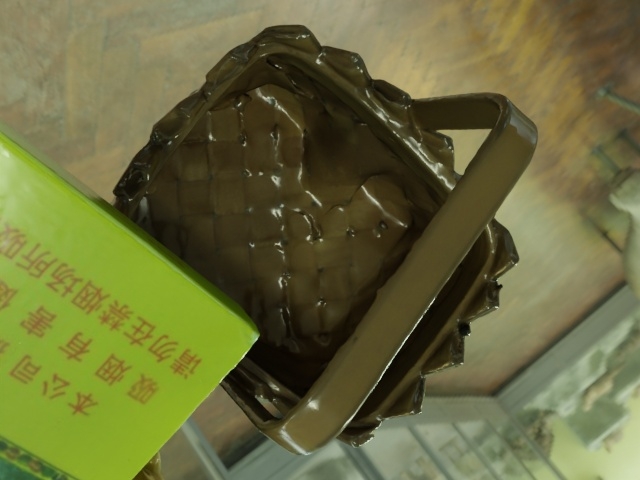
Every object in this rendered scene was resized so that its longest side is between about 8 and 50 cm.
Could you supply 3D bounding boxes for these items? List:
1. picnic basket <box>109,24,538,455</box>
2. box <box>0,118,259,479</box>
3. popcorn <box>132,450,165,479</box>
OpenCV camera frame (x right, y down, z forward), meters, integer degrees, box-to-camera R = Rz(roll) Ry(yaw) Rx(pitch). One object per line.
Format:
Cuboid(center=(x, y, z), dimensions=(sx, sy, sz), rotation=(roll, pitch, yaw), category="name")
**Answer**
Cuboid(center=(0.000, 0.000, 0.669), dimensions=(0.254, 0.291, 0.321), rotation=(-52, -159, -6), category="picnic basket")
Cuboid(center=(-0.206, 0.115, 0.451), dimensions=(0.335, 0.047, 0.187), rotation=(-48, 122, 1), category="box")
Cuboid(center=(-0.217, 0.274, 0.654), dimensions=(0.281, 0.316, 0.297), rotation=(35, 134, -24), category="popcorn")
